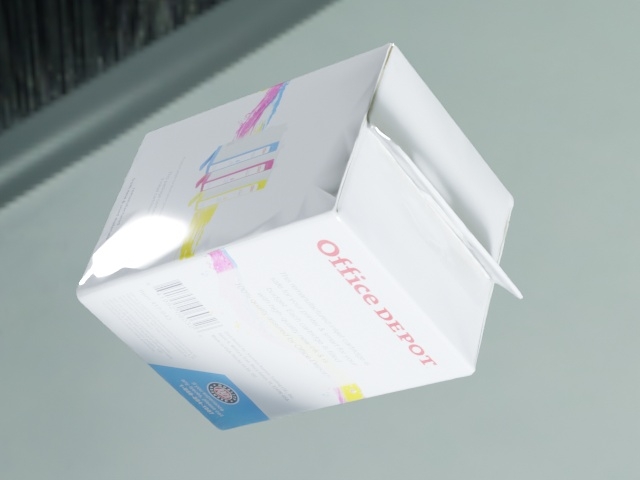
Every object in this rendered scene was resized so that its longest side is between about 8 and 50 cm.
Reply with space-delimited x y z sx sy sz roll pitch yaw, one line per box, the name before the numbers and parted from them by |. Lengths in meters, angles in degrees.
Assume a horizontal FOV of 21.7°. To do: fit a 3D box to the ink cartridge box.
ink cartridge box | 0.000 0.000 0.627 0.143 0.092 0.090 -16 40 35
